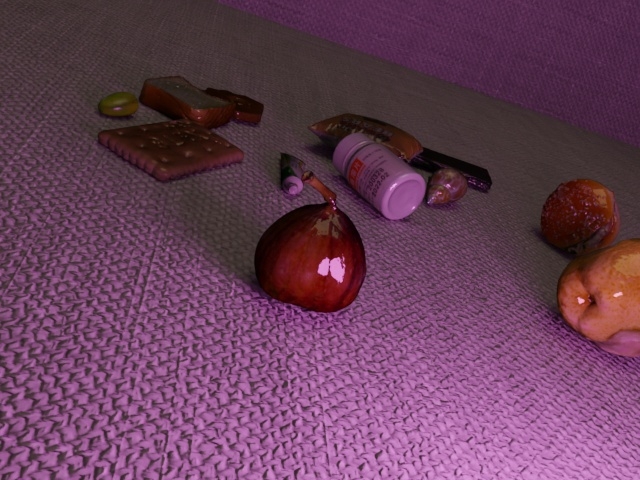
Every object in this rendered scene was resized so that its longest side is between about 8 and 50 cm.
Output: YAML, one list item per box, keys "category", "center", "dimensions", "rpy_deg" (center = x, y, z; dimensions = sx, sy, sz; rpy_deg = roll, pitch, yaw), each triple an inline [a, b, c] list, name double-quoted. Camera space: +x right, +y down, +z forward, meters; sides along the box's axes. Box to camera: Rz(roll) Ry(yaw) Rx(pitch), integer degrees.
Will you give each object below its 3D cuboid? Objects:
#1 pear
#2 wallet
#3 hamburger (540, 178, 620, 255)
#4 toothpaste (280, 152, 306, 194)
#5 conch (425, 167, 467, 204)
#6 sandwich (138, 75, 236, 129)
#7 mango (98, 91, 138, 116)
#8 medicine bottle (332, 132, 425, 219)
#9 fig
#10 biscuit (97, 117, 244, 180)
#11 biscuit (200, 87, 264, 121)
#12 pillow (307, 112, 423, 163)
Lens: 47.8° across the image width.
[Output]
- category: "pear"
  center: [0.655, 0.116, 1.586]
  dimensions: [0.271, 0.271, 0.271]
  rpy_deg: [18, 25, -9]
- category: "wallet"
  center: [0.408, -0.246, 2.348]
  dimensions: [0.310, 0.042, 0.165]
  rpy_deg: [20, 24, -5]
- category: "hamburger"
  center: [0.743, -0.068, 2.066]
  dimensions: [0.237, 0.237, 0.147]
  rpy_deg: [40, 15, 34]
- category: "toothpaste"
  center: [-0.069, -0.170, 1.823]
  dimensions: [0.078, 0.047, 0.248]
  rpy_deg: [21, 22, -12]
- category: "conch"
  center: [0.363, -0.154, 2.069]
  dimensions: [0.116, 0.106, 0.173]
  rpy_deg: [5, 5, 9]
- category: "sandwich"
  center: [-0.366, -0.378, 1.974]
  dimensions: [0.215, 0.065, 0.186]
  rpy_deg: [30, 27, 19]
- category: "mango"
  center: [-0.504, -0.337, 1.799]
  dimensions: [0.073, 0.056, 0.108]
  rpy_deg: [33, 39, 30]
- category: "medicine bottle"
  center: [0.149, -0.173, 1.883]
  dimensions: [0.145, 0.144, 0.252]
  rpy_deg: [1, 35, -37]
- category: "fig"
  center: [-0.001, 0.001, 1.297]
  dimensions: [0.204, 0.249, 0.186]
  rpy_deg: [22, 15, -3]
- category: "biscuit"
  center: [-0.345, -0.227, 1.719]
  dimensions: [0.217, 0.044, 0.325]
  rpy_deg: [30, 27, 20]
- category: "biscuit"
  center: [-0.275, -0.401, 2.126]
  dimensions: [0.215, 0.034, 0.182]
  rpy_deg: [16, 25, -7]
- category: "pillow"
  center: [0.146, -0.299, 2.145]
  dimensions: [0.310, 0.119, 0.312]
  rpy_deg: [23, 19, 11]
